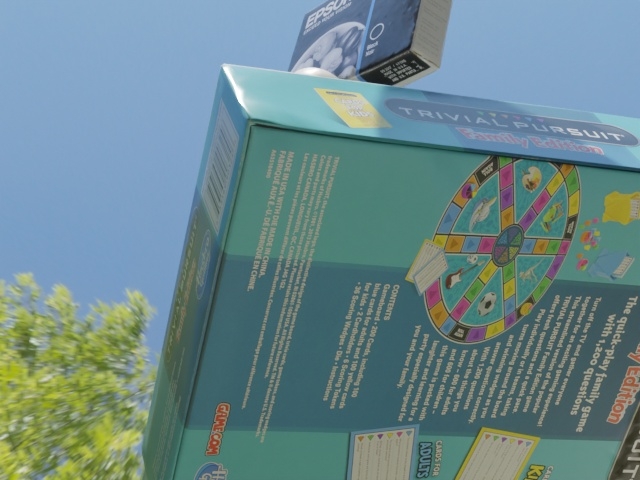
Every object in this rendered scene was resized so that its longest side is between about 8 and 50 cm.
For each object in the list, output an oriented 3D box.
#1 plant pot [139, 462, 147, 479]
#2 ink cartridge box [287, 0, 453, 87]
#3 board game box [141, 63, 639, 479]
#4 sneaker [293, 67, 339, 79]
[{"bbox_3d":[-0.068,0.263,1.240,0.195,0.290,0.290,-45,-90,-4],"label":"plant pot"},{"bbox_3d":[0.052,-0.226,1.281,0.045,0.206,0.208,35,-127,-29],"label":"ink cartridge box"},{"bbox_3d":[0.085,0.048,0.732,0.336,0.079,0.254,5,-62,-20],"label":"board game box"},{"bbox_3d":[-0.001,0.000,1.076,0.151,0.094,0.256,-56,-48,-41],"label":"sneaker"}]
